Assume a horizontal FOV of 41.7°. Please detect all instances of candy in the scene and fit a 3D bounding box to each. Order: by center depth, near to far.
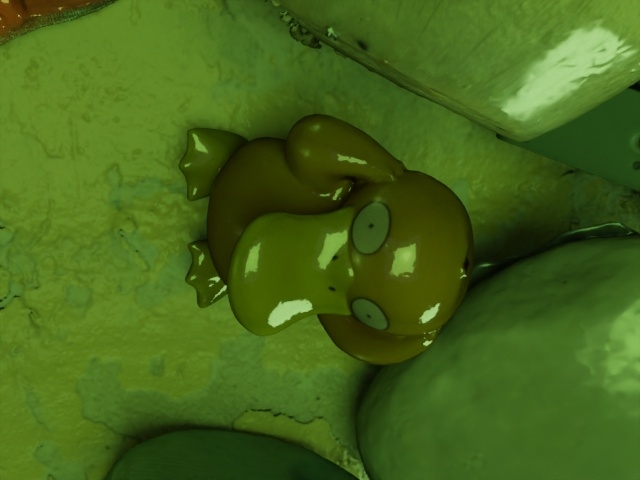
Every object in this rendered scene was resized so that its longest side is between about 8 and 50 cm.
[{"bbox_3d":[0.255,0.174,0.768,0.386,0.186,0.427,23,122,-14],"label":"candy"}]

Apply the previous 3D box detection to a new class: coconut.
[{"bbox_3d":[0.121,-0.270,0.563,0.346,0.346,0.360,23,101,-19],"label":"coconut"}]

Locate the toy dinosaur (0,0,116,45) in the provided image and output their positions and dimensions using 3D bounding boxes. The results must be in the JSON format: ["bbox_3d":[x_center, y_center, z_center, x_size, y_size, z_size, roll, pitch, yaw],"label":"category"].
[{"bbox_3d":[-0.253,-0.192,0.651,0.280,0.055,0.101,-31,121,-4],"label":"toy dinosaur"}]

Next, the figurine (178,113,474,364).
[{"bbox_3d":[0.000,-0.003,0.682,0.215,0.228,0.215,-8,111,-22],"label":"figurine"}]

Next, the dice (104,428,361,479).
[{"bbox_3d":[-0.080,0.346,0.749,0.268,0.262,0.264,15,102,-17],"label":"dice"}]

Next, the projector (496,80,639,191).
[{"bbox_3d":[0.295,-0.133,0.697,0.108,0.250,0.198,2,112,-54],"label":"projector"}]
